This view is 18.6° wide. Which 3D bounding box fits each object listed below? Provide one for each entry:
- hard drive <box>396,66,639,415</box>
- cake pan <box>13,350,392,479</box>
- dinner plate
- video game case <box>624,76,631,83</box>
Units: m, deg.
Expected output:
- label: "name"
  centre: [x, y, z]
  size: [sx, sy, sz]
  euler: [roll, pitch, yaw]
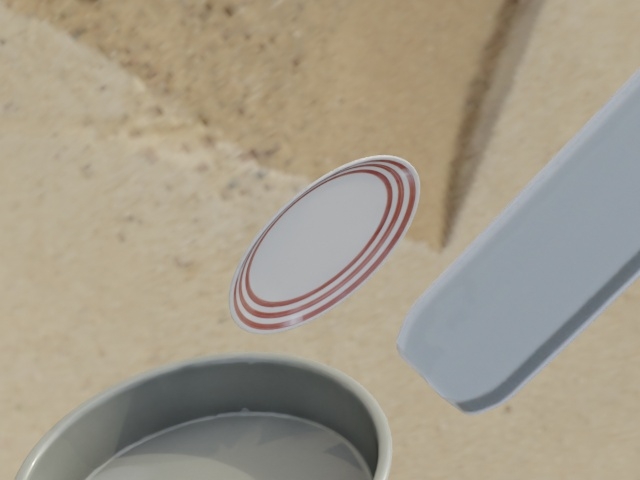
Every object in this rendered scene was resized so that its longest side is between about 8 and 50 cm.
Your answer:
- label: "hard drive"
  centre: [0.146, -0.067, 0.647]
  size: [0.040, 0.203, 0.307]
  euler: [44, 26, 4]
- label: "cake pan"
  centre: [-0.087, 0.191, 1.467]
  size: [0.293, 0.293, 0.054]
  euler: [-33, 128, -29]
- label: "dinner plate"
  centre: [0.000, 0.000, 1.170]
  size: [0.141, 0.141, 0.017]
  euler: [-23, 58, -30]
- label: "video game case"
  centre: [0.439, -0.124, 1.730]
  size: [0.244, 0.061, 0.269]
  euler: [48, 57, 7]
